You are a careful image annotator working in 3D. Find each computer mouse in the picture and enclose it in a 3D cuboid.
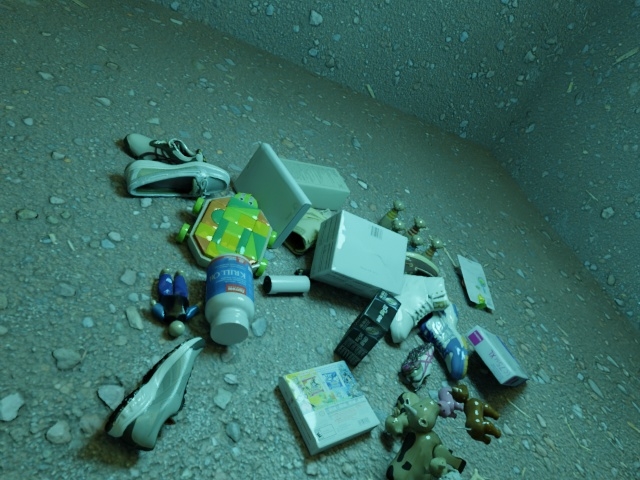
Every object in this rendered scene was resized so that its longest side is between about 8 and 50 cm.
[{"bbox_3d":[0.026,0.103,1.517,0.242,0.041,0.071,1,46,-38],"label":"computer mouse"}]

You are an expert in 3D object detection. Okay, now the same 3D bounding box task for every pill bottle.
[{"bbox_3d":[-0.231,0.149,1.171,0.124,0.124,0.222,15,37,-25],"label":"pill bottle"}]

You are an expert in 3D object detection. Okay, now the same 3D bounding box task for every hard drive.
[{"bbox_3d":[-0.170,-0.153,1.533,0.040,0.203,0.308,9,39,-49],"label":"hard drive"}]

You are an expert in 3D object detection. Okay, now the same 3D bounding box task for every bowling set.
[{"bbox_3d":[0.342,-0.008,1.816,0.287,0.154,0.200,38,33,8],"label":"bowling set"}]

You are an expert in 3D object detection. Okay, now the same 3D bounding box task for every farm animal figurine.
[{"bbox_3d":[0.240,0.464,1.084,0.172,0.330,0.327,32,62,-6],"label":"farm animal figurine"}]

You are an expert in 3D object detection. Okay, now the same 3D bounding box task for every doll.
[{"bbox_3d":[-0.356,0.153,1.133,0.129,0.046,0.189,10,39,-29],"label":"doll"}]

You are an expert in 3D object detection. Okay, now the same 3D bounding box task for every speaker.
[{"bbox_3d":[-0.101,0.131,1.364,0.136,0.055,0.055,4,43,-36],"label":"speaker"}]

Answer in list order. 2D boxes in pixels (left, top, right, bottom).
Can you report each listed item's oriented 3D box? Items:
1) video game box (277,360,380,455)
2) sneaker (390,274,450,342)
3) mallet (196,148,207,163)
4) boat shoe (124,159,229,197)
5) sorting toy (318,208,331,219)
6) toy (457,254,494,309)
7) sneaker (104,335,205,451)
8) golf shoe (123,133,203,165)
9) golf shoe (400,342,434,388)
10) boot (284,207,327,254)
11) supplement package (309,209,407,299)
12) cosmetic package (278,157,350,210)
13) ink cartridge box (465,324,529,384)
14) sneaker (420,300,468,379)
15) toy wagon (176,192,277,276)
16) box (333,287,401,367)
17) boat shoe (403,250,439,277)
[{"bbox_3d":[0.020,0.401,1.127,0.205,0.048,0.187,-1,48,-40],"label":"video game box"},{"bbox_3d":[0.329,0.212,1.488,0.169,0.108,0.293,-1,36,25],"label":"sneaker"},{"bbox_3d":[-0.417,-0.270,1.637,0.062,0.039,0.190,-6,45,-41],"label":"mallet"},{"bbox_3d":[-0.437,-0.178,1.434,0.320,0.118,0.103,2,50,-32],"label":"boat shoe"},{"bbox_3d":[0.014,-0.076,1.738,0.083,0.045,0.075,-18,65,-50],"label":"sorting toy"},{"bbox_3d":[0.630,0.181,1.904,0.136,0.056,0.237,22,40,-23],"label":"toy"},{"bbox_3d":[-0.315,0.306,0.944,0.108,0.100,0.272,44,36,-9],"label":"sneaker"},{"bbox_3d":[-0.511,-0.298,1.517,0.272,0.120,0.105,27,35,-6],"label":"golf shoe"},{"bbox_3d":[0.303,0.376,1.390,0.186,0.067,0.086,-28,93,-53],"label":"golf shoe"},{"bbox_3d":[0.000,0.000,1.576,0.262,0.095,0.203,36,33,7],"label":"boot"},{"bbox_3d":[0.126,0.055,1.482,0.261,0.145,0.204,22,66,-24],"label":"supplement package"},{"bbox_3d":[-0.057,-0.218,1.793,0.309,0.113,0.160,6,42,-36],"label":"cosmetic package"},{"bbox_3d":[0.598,0.393,1.535,0.311,0.065,0.186,26,27,-53],"label":"ink cartridge box"},{"bbox_3d":[0.394,0.324,1.508,0.130,0.112,0.297,5,39,-5],"label":"sneaker"},{"bbox_3d":[-0.265,-0.044,1.402,0.267,0.068,0.345,25,46,-12],"label":"toy wagon"},{"bbox_3d":[0.134,0.246,1.297,0.077,0.180,0.147,37,33,7],"label":"box"},{"bbox_3d":[0.283,0.100,1.691,0.341,0.123,0.123,25,64,-20],"label":"boat shoe"}]
